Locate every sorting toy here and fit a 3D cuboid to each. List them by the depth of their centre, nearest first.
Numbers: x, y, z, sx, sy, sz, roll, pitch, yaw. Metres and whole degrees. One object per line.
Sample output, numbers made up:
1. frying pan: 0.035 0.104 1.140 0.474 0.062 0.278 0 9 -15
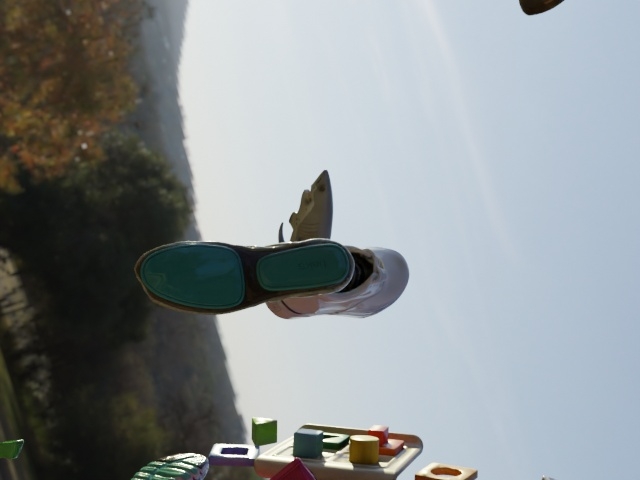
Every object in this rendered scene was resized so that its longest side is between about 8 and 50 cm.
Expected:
1. sorting toy: 0.030 0.264 1.428 0.196 0.347 0.047 -16 109 -73

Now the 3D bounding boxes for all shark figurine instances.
1. shark figurine: -0.008 0.024 1.722 0.278 0.116 0.166 118 -15 -67

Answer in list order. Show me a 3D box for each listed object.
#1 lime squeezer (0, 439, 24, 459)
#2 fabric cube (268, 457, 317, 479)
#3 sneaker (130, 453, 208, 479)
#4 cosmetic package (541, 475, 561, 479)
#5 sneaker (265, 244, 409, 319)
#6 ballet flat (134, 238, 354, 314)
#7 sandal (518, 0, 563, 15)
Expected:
1. lime squeezer: -0.430 0.180 1.053 0.059 0.310 0.110 -26 134 -63
2. fabric cube: -0.018 0.439 1.219 0.258 0.254 0.259 47 -6 25
3. sneaker: -0.237 0.385 1.579 0.083 0.223 0.098 5 -71 32
4. cosmetic package: 0.423 0.564 2.010 0.127 0.107 0.238 -114 -136 -70
5. sneaker: 0.044 0.049 1.390 0.091 0.258 0.094 -27 -100 39
6. ballet flat: -0.058 0.030 0.846 0.052 0.168 0.057 135 -47 -73
7. sandal: 0.262 -0.333 1.171 0.060 0.219 0.090 39 -16 -20
